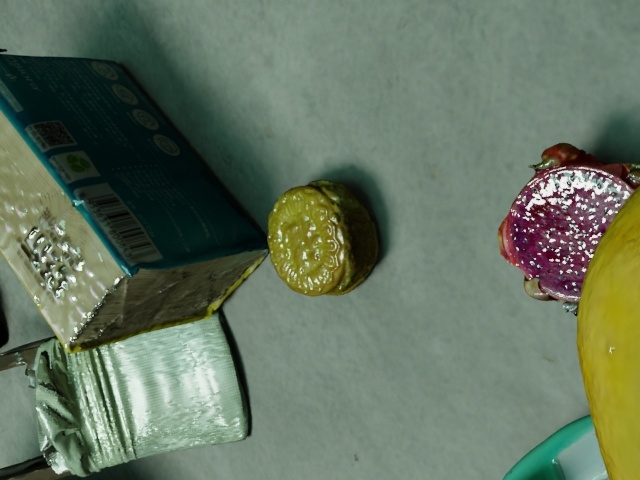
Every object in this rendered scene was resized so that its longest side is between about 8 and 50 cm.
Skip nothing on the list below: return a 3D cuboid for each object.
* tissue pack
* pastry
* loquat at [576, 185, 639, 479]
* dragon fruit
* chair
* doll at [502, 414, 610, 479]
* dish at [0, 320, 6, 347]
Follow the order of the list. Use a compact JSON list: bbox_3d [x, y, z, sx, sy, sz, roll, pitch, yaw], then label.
[{"bbox_3d":[-0.208,-0.040,0.917,0.271,0.192,0.134,51,119,20],"label":"tissue pack"},{"bbox_3d":[0.000,0.000,0.848,0.097,0.057,0.109,45,124,24],"label":"pastry"},{"bbox_3d":[0.261,0.077,0.524,0.275,0.275,0.274,11,108,37],"label":"loquat"},{"bbox_3d":[0.184,-0.013,0.692,0.112,0.068,0.126,19,123,28],"label":"dragon fruit"},{"bbox_3d":[-0.243,0.162,1.044,0.186,0.319,0.160,143,112,-84],"label":"chair"},{"bbox_3d":[0.182,0.241,0.723,0.153,0.195,0.258,-106,9,-45],"label":"doll"},{"bbox_3d":[-0.420,0.112,1.216,0.141,0.078,0.141,-166,90,-69],"label":"dish"}]
